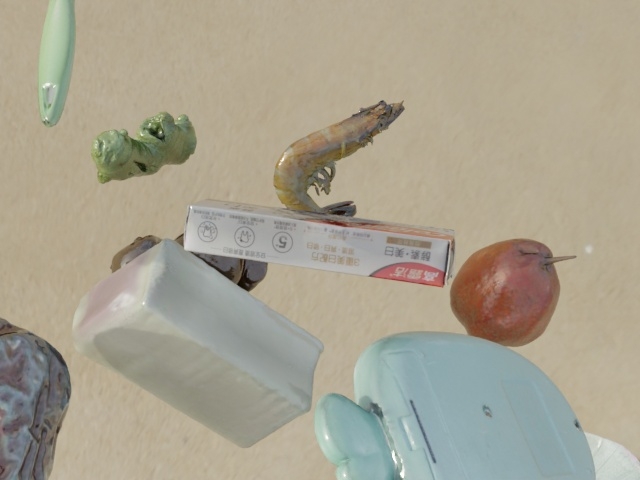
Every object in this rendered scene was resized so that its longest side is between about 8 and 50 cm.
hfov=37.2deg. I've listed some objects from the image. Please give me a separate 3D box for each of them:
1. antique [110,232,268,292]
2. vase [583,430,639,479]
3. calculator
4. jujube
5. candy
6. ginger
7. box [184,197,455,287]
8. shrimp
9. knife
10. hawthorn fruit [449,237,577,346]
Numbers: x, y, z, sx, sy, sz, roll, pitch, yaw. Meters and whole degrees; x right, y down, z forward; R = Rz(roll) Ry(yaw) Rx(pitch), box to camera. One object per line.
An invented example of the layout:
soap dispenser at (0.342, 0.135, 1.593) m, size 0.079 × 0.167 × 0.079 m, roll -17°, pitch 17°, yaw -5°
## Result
antique at (-0.231, 0.043, 1.563) m, size 0.257 × 0.143 × 0.121 m, roll -4°, pitch 76°, yaw 24°
vase at (0.281, 0.445, 1.400) m, size 0.445 × 0.250 × 0.250 m, roll -21°, pitch 75°, yaw -23°
calculator at (0.116, 0.152, 0.733) m, size 0.295 × 0.042 × 0.184 m, roll 7°, pitch 53°, yaw -43°
jujube at (-0.445, 0.252, 1.209) m, size 0.226 × 0.226 × 0.317 m, roll 17°, pitch 70°, yaw -8°
candy at (-0.187, 0.169, 1.490) m, size 0.359 × 0.208 × 0.145 m, roll 37°, pitch 40°, yaw -24°
ginger at (-0.352, -0.189, 1.894) m, size 0.089 × 0.137 × 0.290 m, roll 48°, pitch 40°, yaw 13°
box at (0.000, 0.000, 0.773) m, size 0.218 × 0.055 × 0.039 m, roll 8°, pitch 99°, yaw 13°
shrimp at (0.033, -0.083, 1.087) m, size 0.178 × 0.034 × 0.124 m, roll -30°, pitch 123°, yaw -12°
knife at (-0.198, -0.207, 0.750) m, size 0.043 × 0.020 × 0.293 m, roll -22°, pitch 54°, yaw 24°
hawthorn fruit at (0.383, 0.087, 1.861) m, size 0.210 × 0.262 × 0.210 m, roll 27°, pitch 36°, yaw -22°
